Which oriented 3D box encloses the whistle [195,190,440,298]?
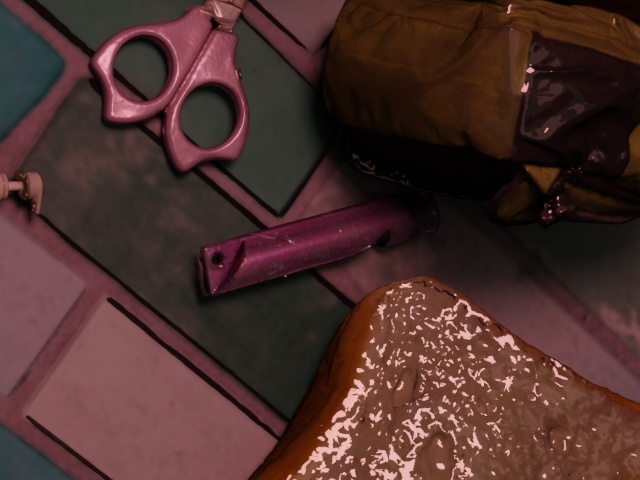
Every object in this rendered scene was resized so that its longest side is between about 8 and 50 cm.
[{"bbox_3d":[0.000,0.000,1.143,0.176,0.033,0.033,-15,94,-28],"label":"whistle"}]

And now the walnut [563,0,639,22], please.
[{"bbox_3d":[0.199,-0.290,1.106,0.332,0.333,0.333,2,85,-28],"label":"walnut"}]

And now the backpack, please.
[{"bbox_3d":[0.138,-0.080,1.131,0.253,0.207,0.140,10,97,-35],"label":"backpack"}]

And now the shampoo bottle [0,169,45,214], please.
[{"bbox_3d":[-0.225,-0.030,1.022,0.141,0.034,0.049,-4,83,-30],"label":"shampoo bottle"}]

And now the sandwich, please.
[{"bbox_3d":[0.073,0.167,1.108,0.226,0.087,0.251,31,70,0],"label":"sandwich"}]

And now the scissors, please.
[{"bbox_3d":[-0.061,-0.147,1.126,0.110,0.021,0.212,33,72,-19],"label":"scissors"}]
